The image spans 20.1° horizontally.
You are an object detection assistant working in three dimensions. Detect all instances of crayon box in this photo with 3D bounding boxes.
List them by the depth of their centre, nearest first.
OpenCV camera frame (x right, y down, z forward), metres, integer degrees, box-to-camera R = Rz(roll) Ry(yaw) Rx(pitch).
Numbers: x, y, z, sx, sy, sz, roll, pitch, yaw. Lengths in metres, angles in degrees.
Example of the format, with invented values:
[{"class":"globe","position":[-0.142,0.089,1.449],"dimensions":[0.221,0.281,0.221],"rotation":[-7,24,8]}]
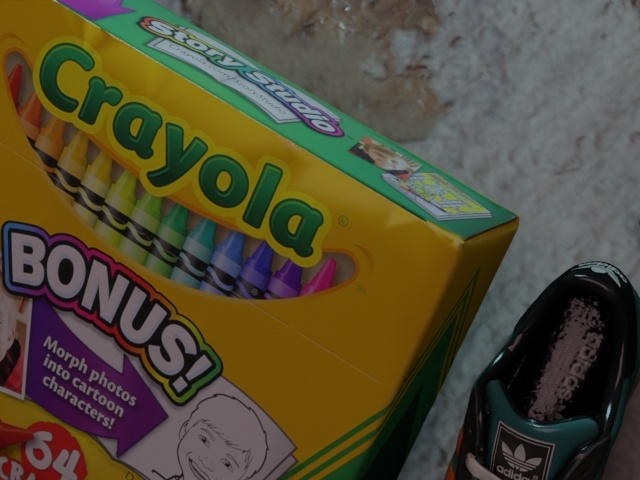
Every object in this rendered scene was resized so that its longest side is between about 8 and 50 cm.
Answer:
[{"class":"crayon box","position":[-0.102,0.036,1.140],"dimensions":[0.363,0.106,0.313],"rotation":[31,115,19]}]

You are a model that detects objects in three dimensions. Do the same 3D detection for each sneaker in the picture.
[{"class":"sneaker","position":[0.119,0.151,1.118],"dimensions":[0.108,0.121,0.302],"rotation":[18,82,18]}]

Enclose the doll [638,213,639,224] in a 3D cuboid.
[{"class":"doll","position":[0.270,-0.009,1.159],"dimensions":[0.129,0.046,0.189],"rotation":[7,85,6]}]
